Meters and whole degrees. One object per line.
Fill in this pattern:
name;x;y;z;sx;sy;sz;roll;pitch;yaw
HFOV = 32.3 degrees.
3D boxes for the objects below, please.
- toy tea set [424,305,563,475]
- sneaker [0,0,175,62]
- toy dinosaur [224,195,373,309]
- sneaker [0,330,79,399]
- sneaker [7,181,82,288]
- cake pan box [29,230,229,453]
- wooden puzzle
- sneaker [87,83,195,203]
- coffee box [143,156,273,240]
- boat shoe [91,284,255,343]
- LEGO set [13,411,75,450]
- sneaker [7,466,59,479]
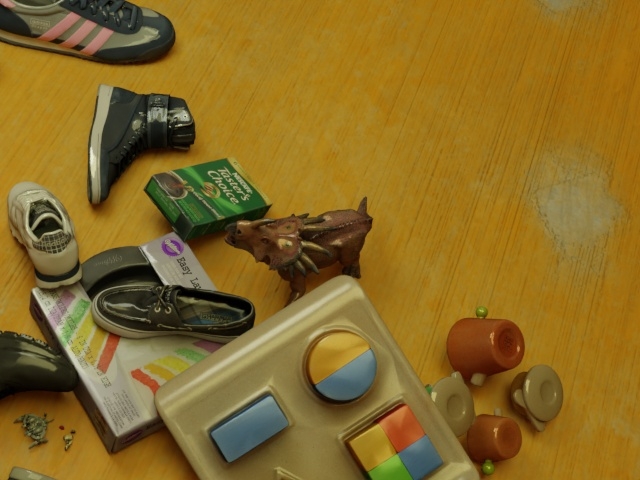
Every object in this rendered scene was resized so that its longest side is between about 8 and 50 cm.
toy tea set;0.210;0.255;1.630;0.336;0.124;0.200;-40;105;-36
sneaker;-0.392;-0.378;1.817;0.319;0.131;0.112;4;57;-15
toy dinosaur;0.000;0.000;1.651;0.296;0.200;0.127;-28;70;-30
sneaker;-0.465;0.183;1.462;0.286;0.109;0.130;7;65;3
sneaker;-0.398;-0.032;1.584;0.090;0.094;0.235;-21;41;-19
cake pan box;-0.250;0.133;1.574;0.246;0.070;0.267;-22;66;-30
wooden puzzle;-0.002;0.262;1.460;0.322;0.080;0.348;-32;83;-9
sneaker;-0.280;-0.148;1.731;0.163;0.086;0.226;8;55;-9
coffee box;-0.171;-0.068;1.704;0.184;0.040;0.113;-17;61;-49
boat shoe;-0.199;0.094;1.526;0.229;0.076;0.080;12;55;-10
LEGO set;-0.371;0.253;1.485;0.083;0.023;0.054;4;57;-14
sneaker;-0.307;0.378;1.405;0.222;0.083;0.118;22;73;-11
